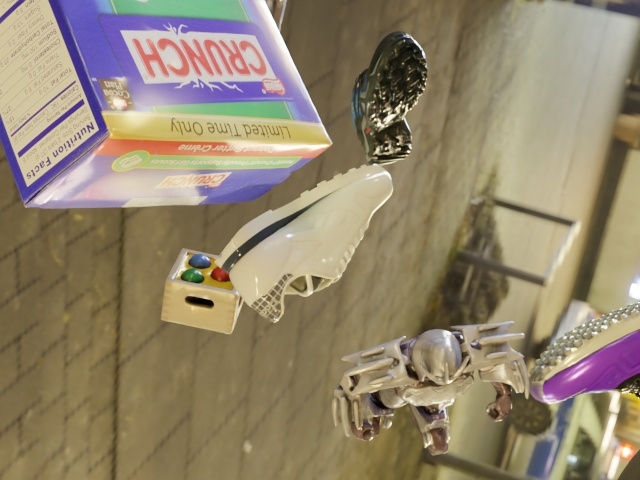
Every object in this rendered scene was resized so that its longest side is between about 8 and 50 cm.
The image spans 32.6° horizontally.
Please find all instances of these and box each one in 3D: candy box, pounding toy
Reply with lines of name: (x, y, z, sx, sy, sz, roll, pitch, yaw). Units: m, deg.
candy box: (-0.167, -0.191, 0.946, 0.268, 0.122, 0.317, -4, 67, -53)
pounding toy: (-0.170, 0.072, 1.972, 0.206, 0.181, 0.094, -75, 176, -63)

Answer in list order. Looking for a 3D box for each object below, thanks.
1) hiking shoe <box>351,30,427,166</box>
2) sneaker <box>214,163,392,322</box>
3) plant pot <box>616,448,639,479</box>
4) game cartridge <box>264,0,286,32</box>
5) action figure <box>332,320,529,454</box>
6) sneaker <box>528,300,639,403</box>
hiking shoe: (0.096, -0.253, 1.850, 0.113, 0.132, 0.304, -19, 151, -17)
sneaker: (0.000, 0.000, 1.145, 0.235, 0.095, 0.090, -33, 167, -33)
plant pot: (0.439, 0.315, 1.293, 0.188, 0.187, 0.167, 112, 5, -46)
game cartridge: (-0.088, -0.397, 1.575, 0.355, 0.068, 0.230, 32, 74, -83)
action figure: (0.098, 0.142, 1.044, 0.285, 0.185, 0.099, 104, -15, -73)
sneaker: (0.364, 0.128, 1.134, 0.102, 0.293, 0.146, 129, -63, -80)
